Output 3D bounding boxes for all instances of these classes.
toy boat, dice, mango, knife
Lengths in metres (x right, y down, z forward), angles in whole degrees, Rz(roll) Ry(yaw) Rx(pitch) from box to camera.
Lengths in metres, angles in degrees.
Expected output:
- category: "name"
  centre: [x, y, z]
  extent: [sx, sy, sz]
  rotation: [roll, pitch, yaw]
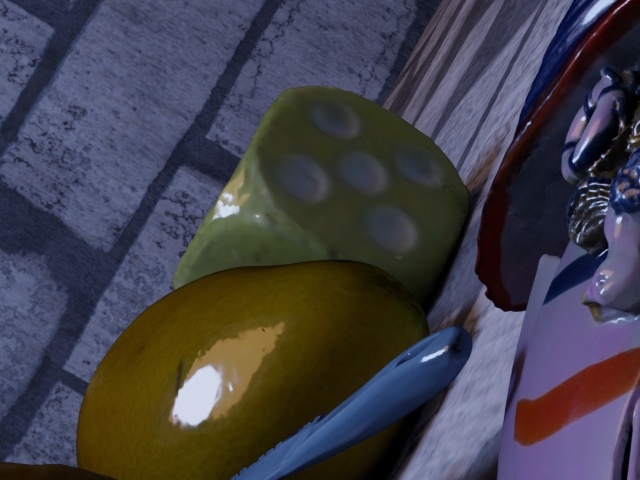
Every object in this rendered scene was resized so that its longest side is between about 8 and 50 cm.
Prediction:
- category: "toy boat"
  centre: [0.097, 0.022, 0.473]
  extent: [0.219, 0.072, 0.318]
  rotation: [139, 151, -72]
- category: "dice"
  centre: [0.000, 0.000, 1.023]
  extent: [0.166, 0.169, 0.169]
  rotation: [-57, 5, 48]
- category: "mango"
  centre: [-0.047, 0.111, 0.857]
  extent: [0.317, 0.173, 0.211]
  rotation: [-33, 22, 56]
- category: "knife"
  centre: [-0.012, 0.096, 0.620]
  extent: [0.044, 0.019, 0.313]
  rotation: [-54, 7, -36]

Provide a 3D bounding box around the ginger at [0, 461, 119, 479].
- category: "ginger"
  centre: [-0.117, 0.225, 0.617]
  extent: [0.269, 0.200, 0.223]
  rotation: [63, -160, -50]
